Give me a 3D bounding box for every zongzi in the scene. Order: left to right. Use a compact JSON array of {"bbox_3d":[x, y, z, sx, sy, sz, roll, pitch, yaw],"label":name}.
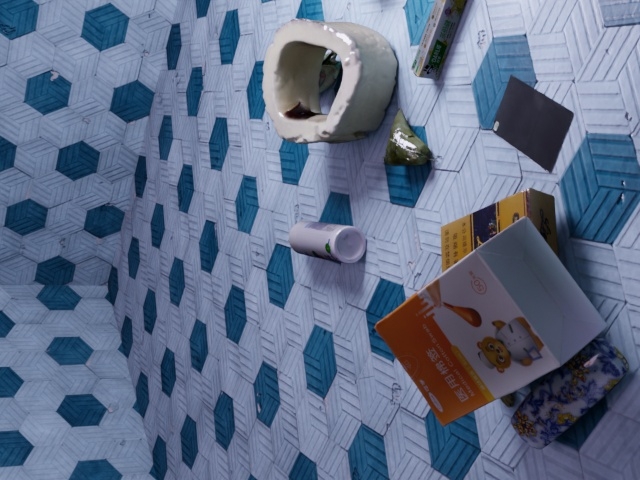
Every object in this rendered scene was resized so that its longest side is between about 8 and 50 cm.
[{"bbox_3d":[0.202,-0.224,1.942,0.154,0.062,0.130,5,81,56],"label":"zongzi"}]

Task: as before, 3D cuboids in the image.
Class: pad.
[{"bbox_3d":[0.378,-0.213,1.646,0.193,0.004,0.116,51,132,52],"label":"pad"}]

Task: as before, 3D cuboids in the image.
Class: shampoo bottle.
[{"bbox_3d":[0.000,0.000,2.265,0.303,0.092,0.092,8,95,62],"label":"shampoo bottle"}]

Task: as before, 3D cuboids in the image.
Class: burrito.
[{"bbox_3d":[-0.034,-0.411,2.391,0.309,0.066,0.096,-18,70,58],"label":"burrito"}]

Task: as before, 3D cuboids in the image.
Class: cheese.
[{"bbox_3d":[0.020,-0.365,2.136,0.332,0.153,0.292,17,108,48],"label":"cheese"}]

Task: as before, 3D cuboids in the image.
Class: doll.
[{"bbox_3d":[0.321,0.263,1.672,0.061,0.051,0.093,90,170,-60],"label":"doll"}]

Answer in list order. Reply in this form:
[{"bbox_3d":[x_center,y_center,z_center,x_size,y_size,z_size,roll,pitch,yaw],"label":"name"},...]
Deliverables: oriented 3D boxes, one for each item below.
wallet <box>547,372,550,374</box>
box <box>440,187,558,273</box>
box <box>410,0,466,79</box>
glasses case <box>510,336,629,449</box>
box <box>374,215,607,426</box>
[{"bbox_3d":[0.375,0.127,1.588,0.250,0.044,0.149,-125,41,-49],"label":"wallet"},{"bbox_3d":[0.312,0.018,1.612,0.237,0.070,0.152,-28,55,55],"label":"box"},{"bbox_3d":[0.246,-0.430,1.868,0.041,0.050,0.207,58,137,49],"label":"box"},{"bbox_3d":[0.400,0.250,1.486,0.087,0.065,0.248,48,133,19],"label":"glasses case"},{"bbox_3d":[0.267,0.144,1.517,0.225,0.143,0.341,55,144,8],"label":"box"}]
